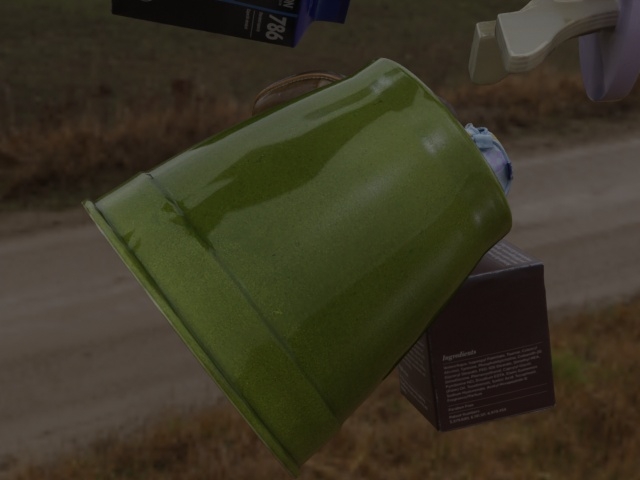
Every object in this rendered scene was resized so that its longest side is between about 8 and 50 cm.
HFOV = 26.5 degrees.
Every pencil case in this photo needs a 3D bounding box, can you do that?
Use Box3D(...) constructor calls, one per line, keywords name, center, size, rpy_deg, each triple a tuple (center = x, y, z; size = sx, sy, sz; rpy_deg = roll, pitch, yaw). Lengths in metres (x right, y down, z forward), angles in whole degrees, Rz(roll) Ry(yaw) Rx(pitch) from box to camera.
Box3D(name="pencil case", center=(0.148, -0.107, 1.914), size=(0.113, 0.124, 0.273), rpy_deg=(-18, 16, -26))

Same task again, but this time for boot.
Box3D(name="boot", center=(0.018, -0.139, 1.735), size=(0.305, 0.112, 0.115), rpy_deg=(9, 44, 36))

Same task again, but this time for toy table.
Box3D(name="toy table", center=(0.250, -0.263, 1.430), size=(0.161, 0.274, 0.252), rpy_deg=(-2, 36, -5))

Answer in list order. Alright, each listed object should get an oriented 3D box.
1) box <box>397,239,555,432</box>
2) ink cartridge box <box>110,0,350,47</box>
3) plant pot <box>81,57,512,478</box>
Box3D(name="box", center=(0.195, 0.119, 1.793), size=(0.167, 0.203, 0.168), rpy_deg=(-10, 15, -12))
Box3D(name="ink cartridge box", center=(-0.119, -0.349, 1.859), size=(0.333, 0.165, 0.065), rpy_deg=(8, 62, -3))
Box3D(name="plant pot", center=(0.000, 0.000, 1.445), size=(0.353, 0.366, 0.366), rpy_deg=(-37, 26, -5))
